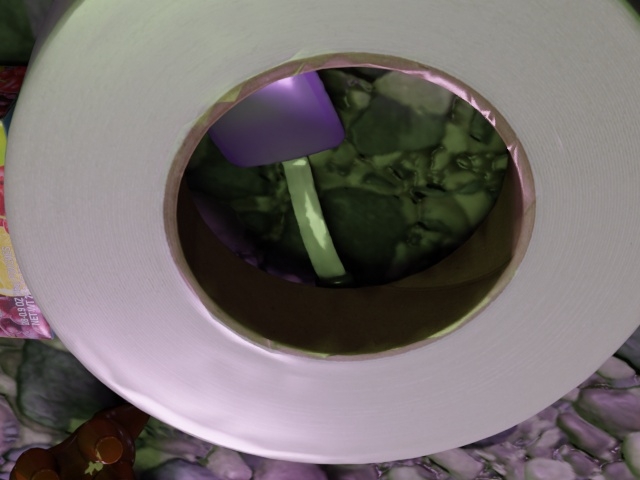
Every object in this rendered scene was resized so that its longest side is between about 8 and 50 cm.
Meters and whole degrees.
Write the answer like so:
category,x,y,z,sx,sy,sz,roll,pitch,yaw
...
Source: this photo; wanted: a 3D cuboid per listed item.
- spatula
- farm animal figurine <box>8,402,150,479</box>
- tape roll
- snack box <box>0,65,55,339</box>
category,x,y,z,sx,sy,sz,roll,pitch,yaw
spatula,0.000,0.000,0.905,0.084,0.030,0.296,-12,124,18
farm animal figurine,-0.133,0.279,1.045,0.330,0.172,0.327,41,82,-20
tape roll,0.016,-0.033,0.819,0.392,0.072,0.392,0,126,0
snack box,-0.274,-0.025,0.908,0.207,0.070,0.174,3,128,10
